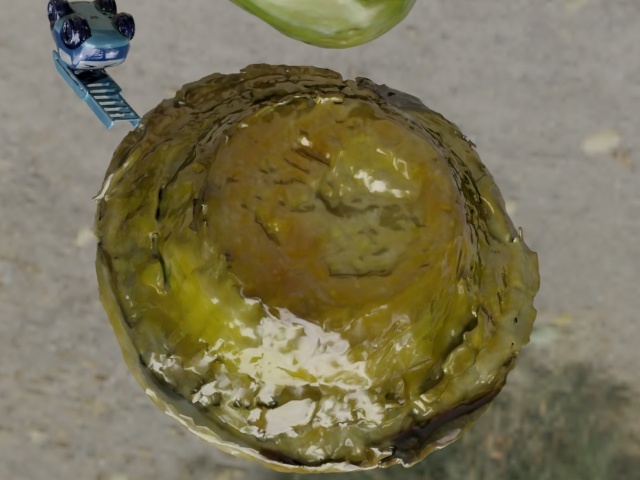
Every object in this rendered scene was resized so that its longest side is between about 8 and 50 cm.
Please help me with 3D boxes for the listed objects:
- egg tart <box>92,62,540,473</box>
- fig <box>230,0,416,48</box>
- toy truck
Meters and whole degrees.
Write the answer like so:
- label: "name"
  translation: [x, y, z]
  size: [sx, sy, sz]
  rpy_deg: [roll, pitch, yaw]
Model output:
- label: "egg tart"
  translation: [0.000, 0.000, 1.031]
  size: [0.295, 0.295, 0.116]
  rpy_deg: [10, 152, -5]
- label: "fig"
  translation: [-0.041, -0.278, 1.399]
  size: [0.314, 0.233, 0.233]
  rpy_deg: [0, 157, -5]
- label: "toy truck"
  translation: [-0.185, -0.153, 1.390]
  size: [0.063, 0.136, 0.074]
  rpy_deg: [-6, 122, -28]
